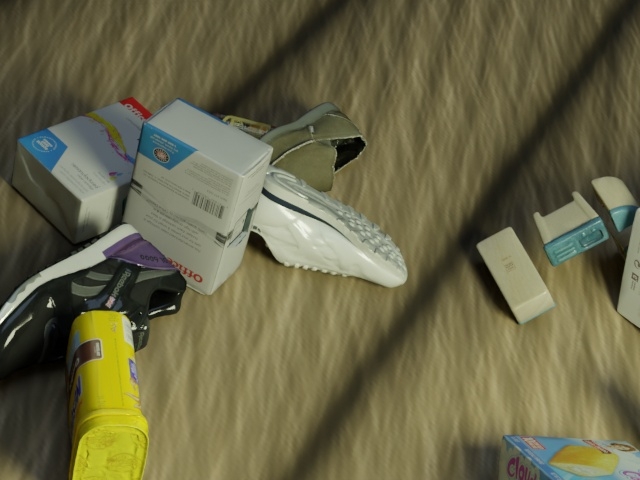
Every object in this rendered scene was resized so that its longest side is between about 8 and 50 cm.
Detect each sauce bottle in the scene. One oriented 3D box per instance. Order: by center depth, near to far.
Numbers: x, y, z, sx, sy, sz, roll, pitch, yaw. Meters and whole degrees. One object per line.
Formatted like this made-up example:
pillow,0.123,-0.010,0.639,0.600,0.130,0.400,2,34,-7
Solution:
sauce bottle,-0.122,-0.147,2.079,0.128,0.042,0.042,12,41,-3

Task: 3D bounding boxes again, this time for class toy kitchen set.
toy kitchen set,0.337,0.041,2.008,0.207,0.166,0.122,-29,48,6

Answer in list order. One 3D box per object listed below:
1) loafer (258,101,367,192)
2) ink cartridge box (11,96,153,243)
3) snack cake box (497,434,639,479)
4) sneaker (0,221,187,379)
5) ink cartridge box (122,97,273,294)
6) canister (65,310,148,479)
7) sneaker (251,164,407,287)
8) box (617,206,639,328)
loafer,-0.021,-0.104,2.023,0.087,0.094,0.251,28,42,19
ink cartridge box,-0.254,-0.098,1.953,0.231,0.078,0.134,-27,57,-39
snack cake box,0.297,0.283,1.612,0.152,0.089,0.264,3,10,-14
sneaker,-0.257,0.085,1.736,0.124,0.107,0.283,37,45,14
ink cartridge box,-0.151,-0.051,1.849,0.139,0.191,0.082,29,41,13
canister,-0.228,0.173,1.630,0.073,0.126,0.170,2,41,-15
sneaker,0.000,0.000,1.931,0.235,0.095,0.090,32,17,-11
box,0.570,0.076,1.909,0.215,0.168,0.345,-22,43,-30
